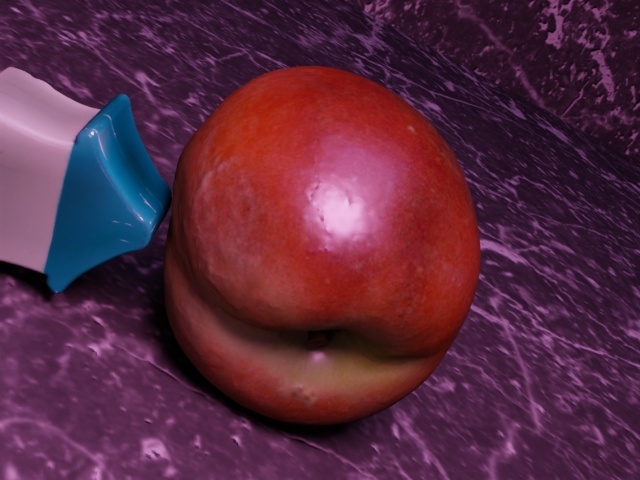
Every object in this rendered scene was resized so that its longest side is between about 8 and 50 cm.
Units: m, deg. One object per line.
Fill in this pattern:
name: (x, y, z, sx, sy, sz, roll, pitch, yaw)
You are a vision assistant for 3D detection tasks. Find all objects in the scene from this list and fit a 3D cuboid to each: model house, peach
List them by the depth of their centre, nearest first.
model house: (-0.182, -0.040, 0.781, 0.148, 0.127, 0.100, 18, 22, -1)
peach: (0.000, 0.000, 0.798, 0.252, 0.252, 0.252, 28, 22, -12)
